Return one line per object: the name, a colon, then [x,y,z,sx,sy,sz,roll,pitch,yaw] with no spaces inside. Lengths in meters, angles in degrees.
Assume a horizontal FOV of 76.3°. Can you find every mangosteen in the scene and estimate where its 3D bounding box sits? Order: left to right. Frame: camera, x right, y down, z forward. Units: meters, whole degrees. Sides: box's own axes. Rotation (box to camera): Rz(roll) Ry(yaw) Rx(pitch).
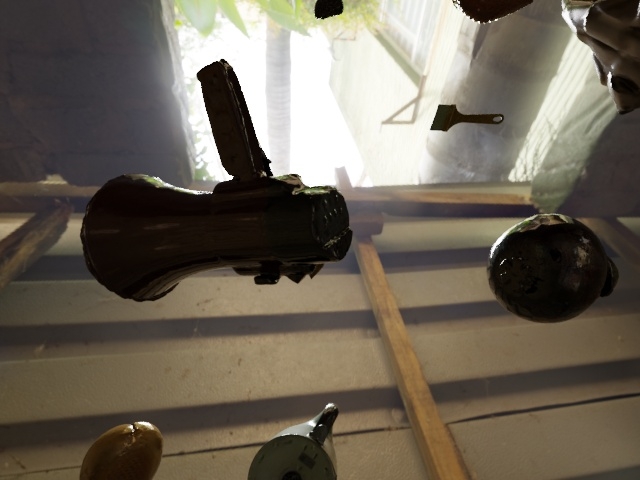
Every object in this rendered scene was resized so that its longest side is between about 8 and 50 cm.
mangosteen: [0.640,0.078,1.151,0.331,0.329,0.329,3,-138,-3]

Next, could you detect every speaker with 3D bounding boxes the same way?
speaker: [-0.133,-0.060,0.551,0.330,0.198,0.258,-11,-101,25]

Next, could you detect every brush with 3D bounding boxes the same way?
brush: [0.404,-0.337,1.123,0.205,0.083,0.011,18,178,43]

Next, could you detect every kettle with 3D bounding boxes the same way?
kettle: [-0.028,0.457,0.863,0.165,0.255,0.240,30,-103,14]

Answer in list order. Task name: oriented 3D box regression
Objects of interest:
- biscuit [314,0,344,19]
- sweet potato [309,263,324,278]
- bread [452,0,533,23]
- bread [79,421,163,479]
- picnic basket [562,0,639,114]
biscuit: [0.025,-0.681,1.193,0.089,0.087,0.027,5,-129,-39]
sweet potato: [0.000,0.000,1.052,0.068,0.205,0.060,4,179,37]
bread: [0.377,-0.568,0.865,0.200,0.199,0.104,7,-143,2]
bread: [-0.313,0.352,0.637,0.114,0.189,0.077,2,-149,-44]
picnic basket: [0.318,-0.317,0.298,0.338,0.336,0.293,-11,-174,-17]
